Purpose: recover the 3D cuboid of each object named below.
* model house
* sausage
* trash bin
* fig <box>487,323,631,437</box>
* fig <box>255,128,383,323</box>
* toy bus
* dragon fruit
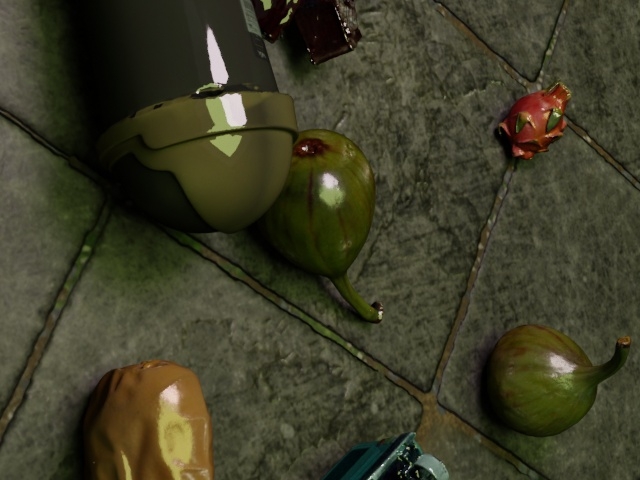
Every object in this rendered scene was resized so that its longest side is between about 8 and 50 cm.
[{"bbox_3d":[-0.021,-0.302,1.447,0.203,0.141,0.164,21,49,-29],"label":"model house"},{"bbox_3d":[-0.175,0.242,1.245,0.120,0.136,0.241,3,84,-44],"label":"sausage"},{"bbox_3d":[-0.145,-0.165,1.291,0.214,0.214,0.334,-13,84,-38],"label":"trash bin"},{"bbox_3d":[0.318,0.167,1.560,0.149,0.245,0.149,12,68,-32],"label":"fig"},{"bbox_3d":[0.000,0.000,1.450,0.151,0.151,0.259,-37,132,-36],"label":"fig"},{"bbox_3d":[0.109,0.361,1.427,0.128,0.147,0.256,-41,102,-34],"label":"toy bus"},{"bbox_3d":[0.303,-0.168,1.697,0.081,0.116,0.086,42,27,7],"label":"dragon fruit"}]
